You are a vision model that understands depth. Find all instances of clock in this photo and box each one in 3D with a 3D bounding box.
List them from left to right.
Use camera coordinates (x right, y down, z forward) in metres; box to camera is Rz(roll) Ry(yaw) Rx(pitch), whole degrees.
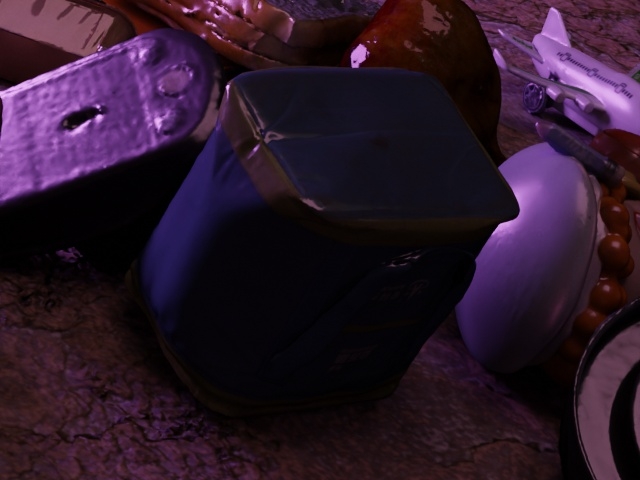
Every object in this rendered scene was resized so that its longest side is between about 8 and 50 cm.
[{"bbox_3d":[0.353,0.177,1.649,0.318,0.066,0.319,6,53,-8],"label":"clock"}]

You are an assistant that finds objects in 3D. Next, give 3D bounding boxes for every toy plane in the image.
[{"bbox_3d":[0.320,-0.172,2.342,0.251,0.101,0.255,-4,40,-37],"label":"toy plane"}]

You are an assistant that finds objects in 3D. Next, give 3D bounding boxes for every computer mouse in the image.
[{"bbox_3d":[-0.197,-0.077,1.754,0.269,0.100,0.170,-20,46,5],"label":"computer mouse"},{"bbox_3d":[-0.150,-0.006,1.792,0.172,0.057,0.099,15,36,-6],"label":"computer mouse"}]

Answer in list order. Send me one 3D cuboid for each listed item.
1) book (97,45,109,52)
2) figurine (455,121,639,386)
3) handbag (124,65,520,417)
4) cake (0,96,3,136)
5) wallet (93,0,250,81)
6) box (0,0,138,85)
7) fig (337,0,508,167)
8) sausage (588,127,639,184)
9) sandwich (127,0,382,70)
[{"bbox_3d":[-0.087,-0.116,1.955,0.264,0.027,0.202,20,-5,2],"label":"book"},{"bbox_3d":[0.262,0.046,1.888,0.205,0.225,0.382,0,-15,37],"label":"figurine"},{"bbox_3d":[0.000,0.000,1.654,0.263,0.241,0.222,-7,49,-37],"label":"handbag"},{"bbox_3d":[-0.354,0.025,1.408,0.237,0.230,0.309,14,34,-17],"label":"cake"},{"bbox_3d":[-0.191,-0.206,2.149,0.195,0.042,0.161,29,24,23],"label":"wallet"},{"bbox_3d":[-0.277,-0.209,2.033,0.177,0.111,0.111,19,28,-2],"label":"box"},{"bbox_3d":[0.136,-0.132,2.091,0.190,0.191,0.290,-16,57,-47],"label":"fig"},{"bbox_3d":[0.438,0.010,2.099,0.419,0.094,0.094,39,4,33],"label":"sausage"},{"bbox_3d":[-0.082,-0.271,2.232,0.301,0.099,0.271,32,17,23],"label":"sandwich"}]
